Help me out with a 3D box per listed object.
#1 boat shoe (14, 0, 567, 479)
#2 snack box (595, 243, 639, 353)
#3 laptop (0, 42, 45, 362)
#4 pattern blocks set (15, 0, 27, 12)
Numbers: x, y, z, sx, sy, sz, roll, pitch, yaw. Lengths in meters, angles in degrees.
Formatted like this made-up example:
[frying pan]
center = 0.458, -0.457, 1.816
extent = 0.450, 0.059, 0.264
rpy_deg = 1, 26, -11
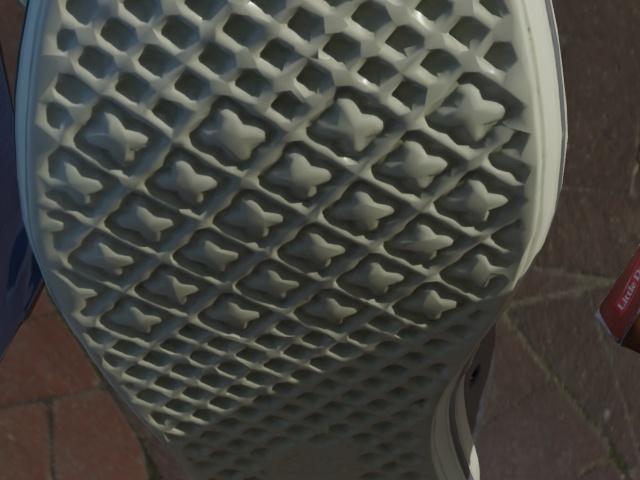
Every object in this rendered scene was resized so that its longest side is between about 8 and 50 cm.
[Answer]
[boat shoe]
center = 0.000, 0.000, 0.511
extent = 0.187, 0.500, 0.156
rpy_deg = -1, 55, 6
[snack box]
center = 0.164, -0.033, 0.392
extent = 0.178, 0.064, 0.022
rpy_deg = -61, 26, 17
[laptop]
center = -0.080, 0.087, 0.277
extent = 0.236, 0.382, 0.408
rpy_deg = -32, 62, -24
[pattern blocks set]
center = -0.086, -0.177, 0.748
extent = 0.285, 0.325, 0.026
rpy_deg = 53, 123, 26
